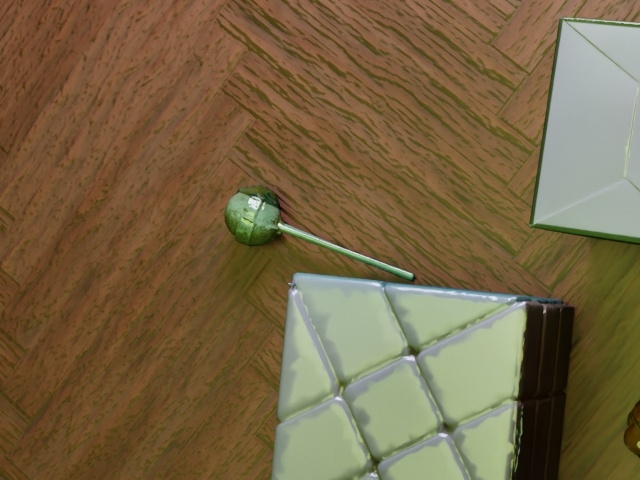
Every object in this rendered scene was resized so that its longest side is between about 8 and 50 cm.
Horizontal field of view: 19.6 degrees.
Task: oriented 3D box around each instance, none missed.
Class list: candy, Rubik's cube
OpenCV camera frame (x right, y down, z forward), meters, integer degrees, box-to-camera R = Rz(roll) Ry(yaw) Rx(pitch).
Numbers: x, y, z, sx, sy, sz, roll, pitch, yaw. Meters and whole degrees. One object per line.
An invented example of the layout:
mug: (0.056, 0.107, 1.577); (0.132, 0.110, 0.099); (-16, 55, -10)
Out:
candy: (0.000, 0.000, 1.836); (0.202, 0.061, 0.061); (20, 94, 10)
Rubik's cube: (0.094, 0.151, 1.698); (0.231, 0.224, 0.221); (6, 90, 18)

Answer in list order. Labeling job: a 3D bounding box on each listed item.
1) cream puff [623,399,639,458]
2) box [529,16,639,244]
cream puff: (0.337, 0.165, 1.679); (0.116, 0.122, 0.094); (-38, 80, -19)
box: (0.308, -0.090, 1.668); (0.177, 0.148, 0.195); (9, 91, 32)
